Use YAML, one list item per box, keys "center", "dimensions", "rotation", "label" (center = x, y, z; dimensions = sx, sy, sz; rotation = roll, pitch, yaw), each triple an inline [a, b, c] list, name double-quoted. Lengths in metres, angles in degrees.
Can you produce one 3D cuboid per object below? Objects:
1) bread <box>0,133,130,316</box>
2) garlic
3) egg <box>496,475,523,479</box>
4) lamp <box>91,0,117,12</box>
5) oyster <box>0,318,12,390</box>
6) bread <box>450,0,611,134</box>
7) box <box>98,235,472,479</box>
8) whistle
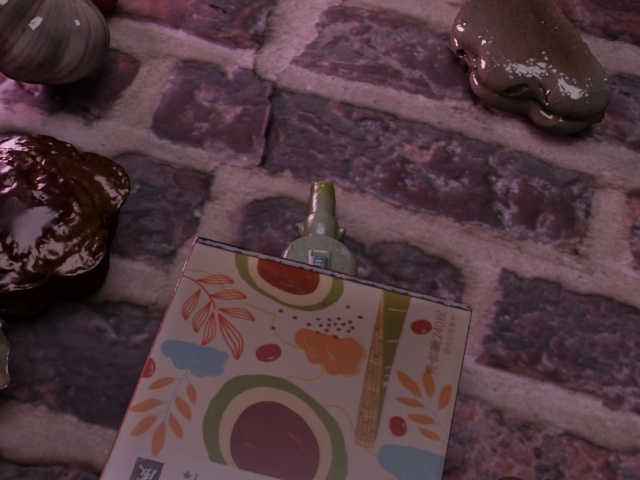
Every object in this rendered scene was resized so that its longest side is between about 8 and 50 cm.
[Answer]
- center: [-0.373, -0.015, 1.238]
  dimensions: [0.246, 0.135, 0.232]
  rotation: [11, 54, 2]
  label: "bread"
- center: [-0.443, -0.281, 1.416]
  dimensions: [0.245, 0.245, 0.253]
  rotation: [42, 101, 23]
  label: "garlic"
- center: [0.210, 0.303, 1.104]
  dimensions: [0.071, 0.071, 0.083]
  rotation: [12, 36, 3]
  label: "egg"
- center: [-0.365, -0.401, 1.553]
  dimensions: [0.107, 0.092, 0.107]
  rotation: [20, 21, -8]
  label: "lamp"
- center: [-0.506, 0.173, 1.090]
  dimensions: [0.337, 0.133, 0.198]
  rotation: [-34, 66, -24]
  label: "oyster"
- center: [0.307, -0.298, 1.538]
  dimensions: [0.183, 0.102, 0.337]
  rotation: [-11, 54, -14]
  label: "bread"
- center: [-0.033, 0.213, 1.111]
  dimensions: [0.344, 0.122, 0.385]
  rotation: [14, 54, 4]
  label: "box"
- center: [0.000, 0.000, 1.313]
  dimensions: [0.104, 0.057, 0.198]
  rotation: [6, 54, -2]
  label: "whistle"
